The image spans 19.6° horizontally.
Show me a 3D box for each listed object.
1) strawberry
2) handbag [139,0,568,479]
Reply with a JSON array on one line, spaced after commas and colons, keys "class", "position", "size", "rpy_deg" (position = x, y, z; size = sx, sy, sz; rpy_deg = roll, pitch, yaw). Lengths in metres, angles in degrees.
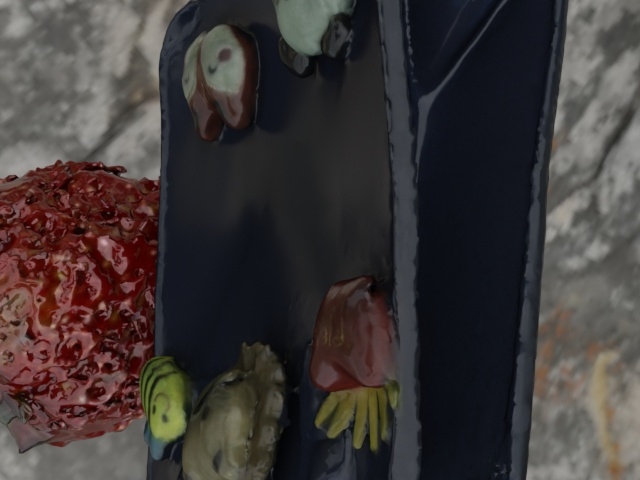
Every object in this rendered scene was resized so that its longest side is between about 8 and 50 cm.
[{"class": "strawberry", "position": [-0.145, 0.036, 1.167], "size": [0.202, 0.184, 0.186], "rpy_deg": [-22, 110, -4]}, {"class": "handbag", "position": [0.000, 0.000, 0.959], "size": [0.122, 0.329, 0.303], "rpy_deg": [10, 165, -23]}]
